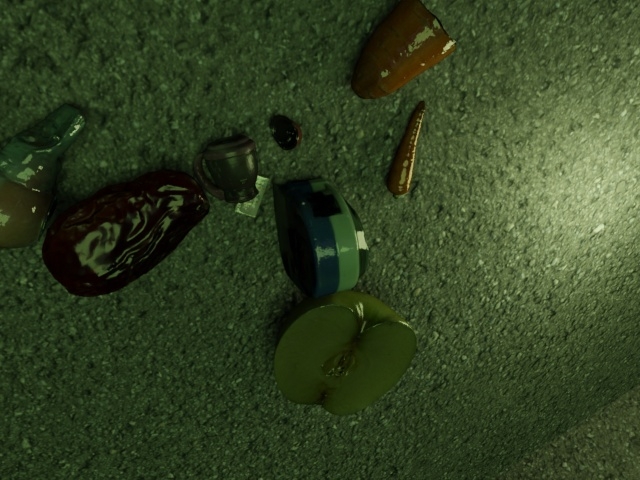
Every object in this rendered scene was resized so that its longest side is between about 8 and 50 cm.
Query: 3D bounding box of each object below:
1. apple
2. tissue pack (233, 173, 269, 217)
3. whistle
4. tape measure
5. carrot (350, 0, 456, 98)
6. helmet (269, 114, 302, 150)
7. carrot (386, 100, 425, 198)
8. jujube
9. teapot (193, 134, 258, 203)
[{"bbox_3d":[0.051,0.315,1.133,0.312,0.320,0.360,-12,134,-56],"label":"apple"},{"bbox_3d":[-0.169,-0.112,0.999,0.056,0.023,0.108,17,109,-21],"label":"tissue pack"},{"bbox_3d":[-0.586,-0.125,0.790,0.189,0.189,0.347,32,92,-27],"label":"whistle"},{"bbox_3d":[0.000,-0.001,0.983,0.138,0.262,0.259,-17,120,-20],"label":"tape measure"},{"bbox_3d":[0.167,-0.399,0.899,0.159,0.159,0.225,36,111,-28],"label":"carrot"},{"bbox_3d":[-0.074,-0.252,0.945,0.065,0.049,0.083,-25,97,35],"label":"helmet"},{"bbox_3d":[0.223,-0.226,1.044,0.061,0.061,0.256,5,111,-19],"label":"carrot"},{"bbox_3d":[-0.406,-0.029,0.879,0.342,0.216,0.216,-32,120,-7],"label":"jujube"},{"bbox_3d":[-0.206,-0.150,0.914,0.148,0.116,0.145,-15,115,-7],"label":"teapot"}]
